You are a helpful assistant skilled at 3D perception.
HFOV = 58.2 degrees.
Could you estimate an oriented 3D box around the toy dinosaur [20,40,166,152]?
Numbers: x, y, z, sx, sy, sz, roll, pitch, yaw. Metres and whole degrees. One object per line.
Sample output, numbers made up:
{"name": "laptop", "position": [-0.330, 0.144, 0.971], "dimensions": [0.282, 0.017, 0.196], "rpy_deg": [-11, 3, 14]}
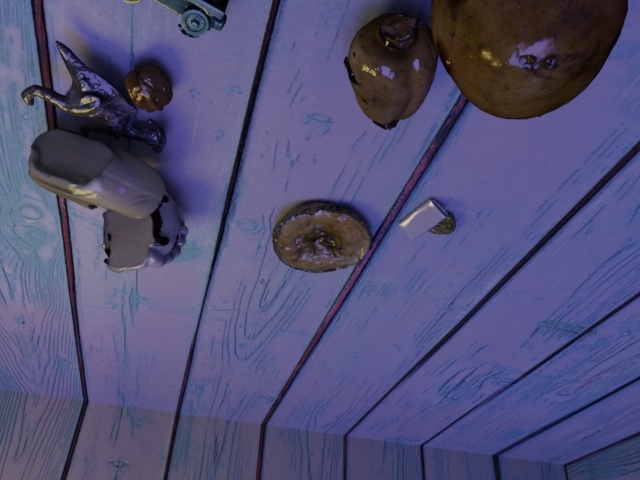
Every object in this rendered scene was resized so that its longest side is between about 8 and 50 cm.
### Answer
{"name": "toy dinosaur", "position": [-0.431, -0.260, 1.126], "dimensions": [0.162, 0.077, 0.294], "rpy_deg": [-11, 156, 26]}

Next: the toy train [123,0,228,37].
{"name": "toy train", "position": [-0.230, -0.415, 0.907], "dimensions": [0.200, 0.083, 0.132], "rpy_deg": [21, 136, -24]}

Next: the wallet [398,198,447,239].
{"name": "wallet", "position": [0.248, -0.051, 1.398], "dimensions": [0.061, 0.025, 0.122], "rpy_deg": [44, 135, -6]}

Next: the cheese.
{"name": "cheese", "position": [-0.472, -0.131, 1.210], "dimensions": [0.266, 0.127, 0.233], "rpy_deg": [18, 170, 11]}

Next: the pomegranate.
{"name": "pomegranate", "position": [0.292, -0.323, 0.837], "dimensions": [0.281, 0.281, 0.281], "rpy_deg": [2, 143, 1]}

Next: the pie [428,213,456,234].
{"name": "pie", "position": [0.296, -0.042, 1.420], "dimensions": [0.084, 0.021, 0.084], "rpy_deg": [9, 145, 6]}

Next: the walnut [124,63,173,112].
{"name": "walnut", "position": [-0.323, -0.287, 1.087], "dimensions": [0.079, 0.082, 0.096], "rpy_deg": [-26, 153, 3]}

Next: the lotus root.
{"name": "lotus root", "position": [0.120, -0.297, 0.996], "dimensions": [0.154, 0.140, 0.257], "rpy_deg": [-9, 154, -6]}

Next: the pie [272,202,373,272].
{"name": "pie", "position": [0.000, 0.000, 1.468], "dimensions": [0.274, 0.055, 0.274], "rpy_deg": [2, 144, 1]}

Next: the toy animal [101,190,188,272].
{"name": "toy animal", "position": [-0.413, -0.024, 1.360], "dimensions": [0.204, 0.208, 0.156], "rpy_deg": [-9, 168, 16]}
